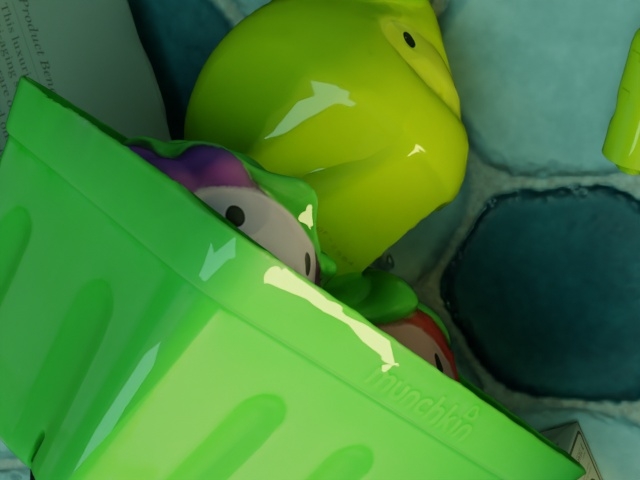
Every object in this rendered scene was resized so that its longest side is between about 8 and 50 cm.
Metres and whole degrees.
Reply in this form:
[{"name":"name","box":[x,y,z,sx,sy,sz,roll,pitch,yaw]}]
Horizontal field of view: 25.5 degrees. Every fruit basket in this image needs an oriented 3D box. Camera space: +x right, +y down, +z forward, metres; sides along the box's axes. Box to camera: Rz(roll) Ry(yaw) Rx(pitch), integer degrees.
[{"name":"fruit basket","box":[0.000,0.000,0.845,0.283,0.392,0.392,35,125,46]}]

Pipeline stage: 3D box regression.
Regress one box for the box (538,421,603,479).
[{"name":"box","box":[0.180,0.295,0.978,0.087,0.169,0.290,-20,103,25]}]

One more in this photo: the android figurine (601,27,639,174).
[{"name":"android figurine","box":[0.305,-0.070,0.858,0.248,0.056,0.273,19,117,13]}]

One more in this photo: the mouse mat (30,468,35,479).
[{"name":"mouse mat","box":[-0.168,0.160,1.146,0.152,0.007,0.189,11,112,16]}]

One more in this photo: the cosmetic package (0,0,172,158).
[{"name":"cosmetic package","box":[-0.282,-0.020,0.859,0.161,0.453,0.230,-7,107,32]}]
